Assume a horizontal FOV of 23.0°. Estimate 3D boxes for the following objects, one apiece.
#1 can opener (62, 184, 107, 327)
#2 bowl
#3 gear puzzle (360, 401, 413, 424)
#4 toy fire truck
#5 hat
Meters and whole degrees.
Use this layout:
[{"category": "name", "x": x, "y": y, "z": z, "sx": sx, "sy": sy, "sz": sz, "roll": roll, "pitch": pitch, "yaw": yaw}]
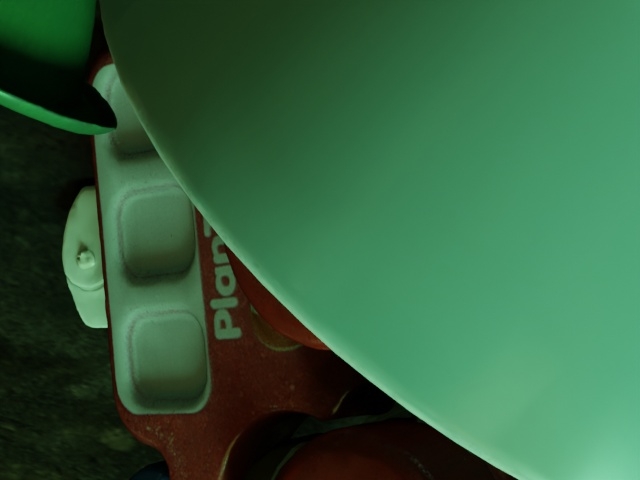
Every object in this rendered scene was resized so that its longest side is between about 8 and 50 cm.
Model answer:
[{"category": "can opener", "x": 0.000, "y": 0.000, "z": 0.775, "sx": 0.280, "sy": 0.074, "sz": 0.093, "roll": -5, "pitch": 178, "yaw": 23}, {"category": "bowl", "x": 0.108, "y": -0.079, "z": 0.458, "sx": 0.311, "sy": 0.311, "sz": 0.163, "roll": 22, "pitch": 125, "yaw": -17}, {"category": "gear puzzle", "x": 0.162, "y": 0.054, "z": 0.719, "sx": 0.339, "sy": 0.175, "sz": 0.044, "roll": -23, "pitch": 92, "yaw": 37}, {"category": "toy fire truck", "x": 0.007, "y": 0.054, "z": 0.628, "sx": 0.169, "sy": 0.302, "sz": 0.254, "roll": -6, "pitch": 180, "yaw": -45}, {"category": "hat", "x": -0.106, "y": -0.159, "z": 0.583, "sx": 0.173, "sy": 0.183, "sz": 0.208, "roll": 32, "pitch": -173, "yaw": -4}]
